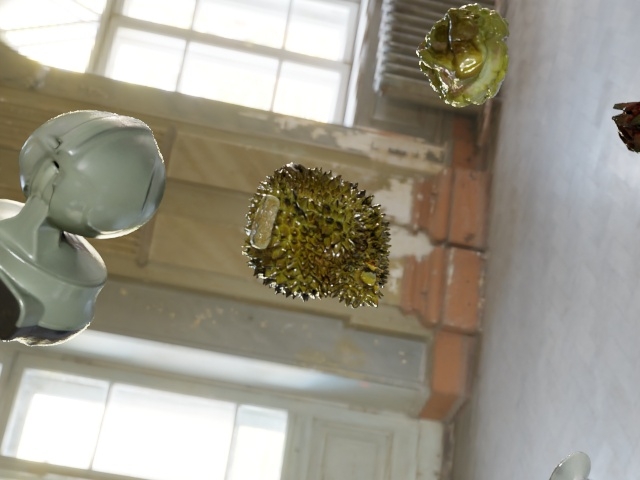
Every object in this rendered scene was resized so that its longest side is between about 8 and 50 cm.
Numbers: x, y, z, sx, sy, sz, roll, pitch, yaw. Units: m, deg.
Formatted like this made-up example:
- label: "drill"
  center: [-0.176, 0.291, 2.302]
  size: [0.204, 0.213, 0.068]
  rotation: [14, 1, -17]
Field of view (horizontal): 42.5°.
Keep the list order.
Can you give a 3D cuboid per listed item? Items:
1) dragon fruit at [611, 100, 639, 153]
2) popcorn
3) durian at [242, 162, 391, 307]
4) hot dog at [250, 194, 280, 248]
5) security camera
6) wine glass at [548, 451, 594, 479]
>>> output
- label: "dragon fruit"
  center: [0.713, -0.251, 1.822]
  size: [0.142, 0.130, 0.121]
  rotation: [-30, -57, -63]
- label: "popcorn"
  center: [0.211, -0.263, 1.180]
  size: [0.126, 0.126, 0.145]
  rotation: [59, 140, 32]
- label: "durian"
  center: [0.000, -0.002, 1.484]
  size: [0.258, 0.292, 0.258]
  rotation: [25, -90, -88]
- label: "hot dog"
  center: [-0.093, -0.029, 1.344]
  size: [0.034, 0.030, 0.090]
  rotation: [-13, 60, 63]
- label: "security camera"
  center: [-0.305, -0.033, 0.985]
  size: [0.277, 0.197, 0.191]
  rotation: [-53, -15, 12]
- label: "wine glass"
  center: [0.572, 0.536, 1.672]
  size: [0.196, 0.164, 0.165]
  rotation: [30, 113, 50]
